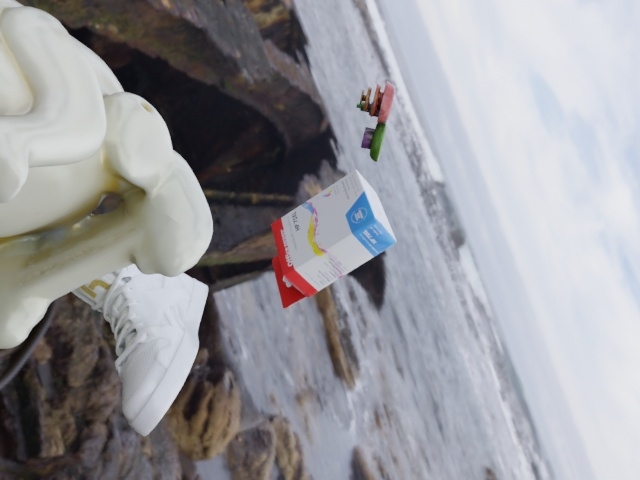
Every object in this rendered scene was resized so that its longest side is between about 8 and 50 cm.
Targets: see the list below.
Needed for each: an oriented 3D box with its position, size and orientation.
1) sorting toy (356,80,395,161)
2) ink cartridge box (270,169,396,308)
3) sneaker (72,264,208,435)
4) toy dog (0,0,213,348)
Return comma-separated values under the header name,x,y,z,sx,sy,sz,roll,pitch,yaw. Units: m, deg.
name,x,y,z,sx,sy,sz,roll,pitch,yaw
sorting toy,0.060,-0.146,0.913,0.061,0.042,0.102,-73,175,-52
ink cartridge box,0.000,0.000,1.306,0.078,0.231,0.134,45,19,-41
sneaker,-0.231,0.095,0.896,0.169,0.108,0.292,36,16,-17
toy dog,-0.314,-0.149,0.681,0.408,0.284,0.396,53,26,-56
